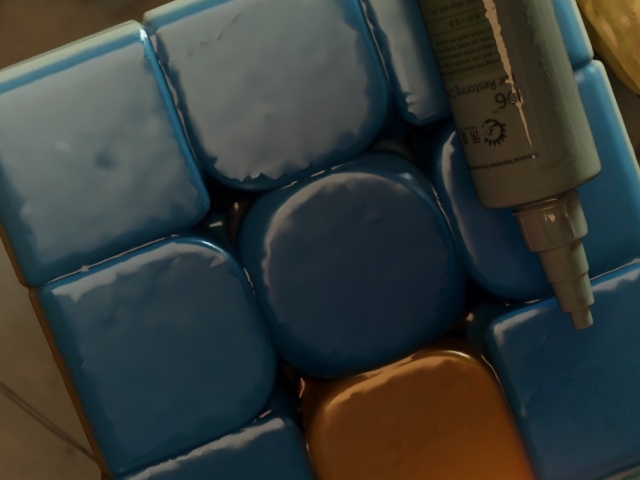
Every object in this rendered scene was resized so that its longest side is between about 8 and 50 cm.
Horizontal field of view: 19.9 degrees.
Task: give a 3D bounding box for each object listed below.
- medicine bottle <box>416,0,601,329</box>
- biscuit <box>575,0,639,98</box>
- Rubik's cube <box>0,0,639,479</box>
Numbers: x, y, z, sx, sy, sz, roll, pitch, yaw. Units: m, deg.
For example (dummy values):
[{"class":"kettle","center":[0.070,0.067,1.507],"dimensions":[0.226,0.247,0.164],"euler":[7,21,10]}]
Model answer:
[{"class":"medicine bottle","center":[0.086,-0.055,0.795],"dimensions":[0.058,0.057,0.199],"euler":[-18,98,-2]},{"class":"biscuit","center":[0.120,-0.202,1.029],"dimensions":[0.051,0.269,0.376],"euler":[-33,49,13]},{"class":"Rubik's cube","center":[0.000,0.000,0.964],"dimensions":[0.290,0.291,0.291],"euler":[-22,99,-3]}]
